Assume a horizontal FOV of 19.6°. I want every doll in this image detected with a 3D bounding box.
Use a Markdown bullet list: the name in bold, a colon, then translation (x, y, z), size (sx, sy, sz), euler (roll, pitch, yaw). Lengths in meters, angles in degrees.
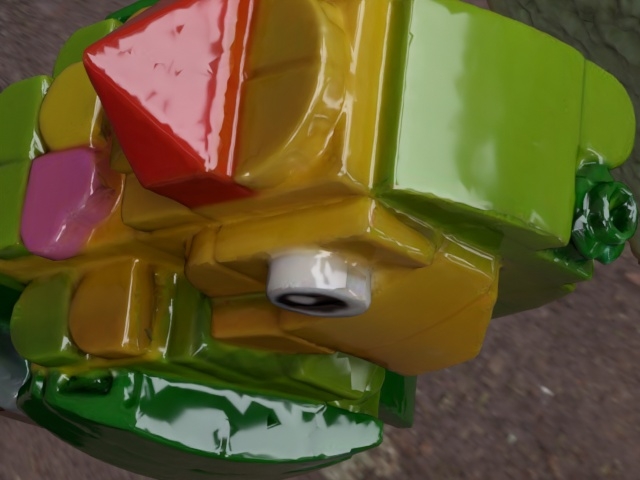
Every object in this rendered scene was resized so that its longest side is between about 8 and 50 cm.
- **doll**: translation (-0.008, -0.002, 0.402), size (0.134, 0.186, 0.106), euler (13, 71, -15)

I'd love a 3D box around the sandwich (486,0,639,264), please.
- **sandwich**: translation (0.180, -0.009, 0.510), size (0.099, 0.288, 0.254), euler (-36, 113, -13)
